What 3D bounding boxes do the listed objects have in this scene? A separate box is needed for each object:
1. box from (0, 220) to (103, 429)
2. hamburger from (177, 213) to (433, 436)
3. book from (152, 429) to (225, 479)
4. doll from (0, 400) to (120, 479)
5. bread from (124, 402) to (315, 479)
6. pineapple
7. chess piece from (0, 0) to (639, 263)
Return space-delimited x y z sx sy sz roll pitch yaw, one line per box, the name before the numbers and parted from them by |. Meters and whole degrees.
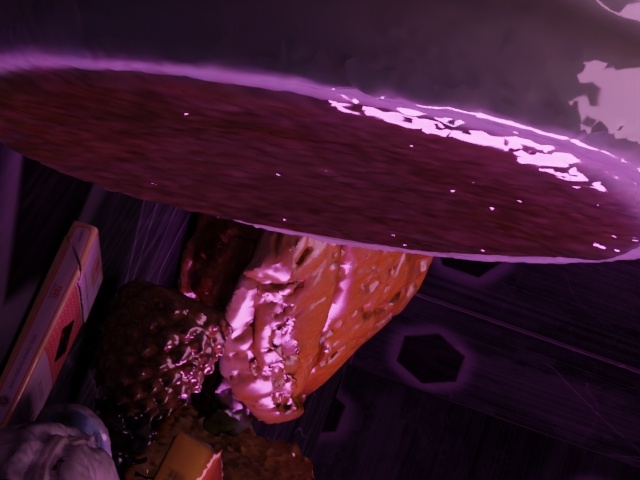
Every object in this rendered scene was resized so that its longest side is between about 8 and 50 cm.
box | -0.100 0.038 0.679 0.046 0.012 0.083 97 14 -64
hamburger | 0.000 0.000 1.027 0.206 0.130 0.183 -62 167 -52
book | -0.135 0.265 0.786 0.374 0.028 0.262 -62 177 -14
doll | -0.099 0.110 0.600 0.214 0.071 0.104 -41 152 -78
bread | -0.062 0.148 1.042 0.187 0.103 0.065 -41 148 -72
pineapple | -0.085 0.079 0.802 0.058 0.058 0.124 10 103 -86
chess piece | 0.027 -0.156 0.450 0.194 0.194 0.299 83 18 -80
